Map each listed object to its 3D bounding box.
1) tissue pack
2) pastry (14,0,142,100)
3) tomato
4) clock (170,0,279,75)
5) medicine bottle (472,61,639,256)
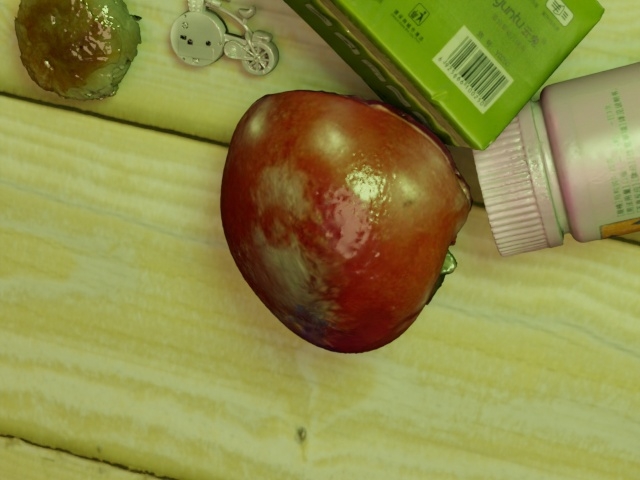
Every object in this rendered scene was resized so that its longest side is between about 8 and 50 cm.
[{"bbox_3d":[0.103,-0.254,0.986,0.275,0.167,0.200,42,86,-20],"label":"tissue pack"},{"bbox_3d":[-0.284,-0.236,1.155,0.153,0.081,0.153,4,116,8],"label":"pastry"},{"bbox_3d":[-0.002,0.005,1.094,0.290,0.176,0.335,27,145,8],"label":"tomato"},{"bbox_3d":[-0.108,-0.236,1.146,0.129,0.041,0.087,18,116,8],"label":"clock"},{"bbox_3d":[0.315,-0.093,1.055,0.291,0.178,0.178,-14,108,14],"label":"medicine bottle"}]
